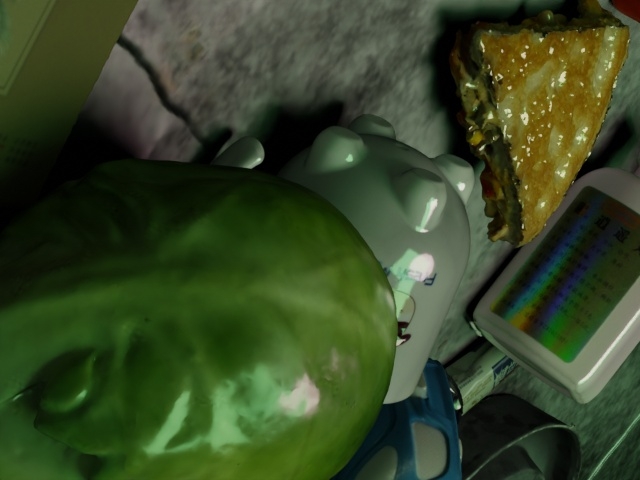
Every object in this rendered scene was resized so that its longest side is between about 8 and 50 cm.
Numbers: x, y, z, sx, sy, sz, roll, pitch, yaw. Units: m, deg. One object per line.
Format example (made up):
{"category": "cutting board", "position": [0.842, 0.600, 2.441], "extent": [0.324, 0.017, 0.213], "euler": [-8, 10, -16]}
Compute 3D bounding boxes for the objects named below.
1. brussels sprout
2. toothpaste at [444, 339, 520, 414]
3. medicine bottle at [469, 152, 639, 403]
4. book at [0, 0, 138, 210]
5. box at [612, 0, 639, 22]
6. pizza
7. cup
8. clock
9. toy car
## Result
{"category": "brussels sprout", "position": [-0.081, 0.060, 0.917], "extent": [0.244, 0.244, 0.244], "euler": [-36, 147, -29]}
{"category": "toothpaste", "position": [0.133, 0.107, 1.464], "extent": [0.233, 0.038, 0.060], "euler": [-33, 148, -39]}
{"category": "medicine bottle", "position": [0.229, 0.014, 1.421], "extent": [0.219, 0.115, 0.078], "euler": [-51, 150, -7]}
{"category": "book", "position": [-0.134, -0.160, 0.799], "extent": [0.217, 0.021, 0.310], "euler": [12, 111, -60]}
{"category": "box", "position": [0.326, -0.167, 1.309], "extent": [0.133, 0.182, 0.099], "euler": [6, 117, -54]}
{"category": "pizza", "position": [0.132, -0.103, 1.217], "extent": [0.199, 0.062, 0.188], "euler": [38, 76, -55]}
{"category": "cup", "position": [0.005, -0.003, 1.091], "extent": [0.134, 0.173, 0.142], "euler": [-67, 179, -70]}
{"category": "clock", "position": [0.114, 0.275, 1.586], "extent": [0.312, 0.061, 0.313], "euler": [-36, 147, -29]}
{"category": "toy car", "position": [0.030, 0.225, 1.301], "extent": [0.165, 0.198, 0.314], "euler": [0, 121, -6]}
